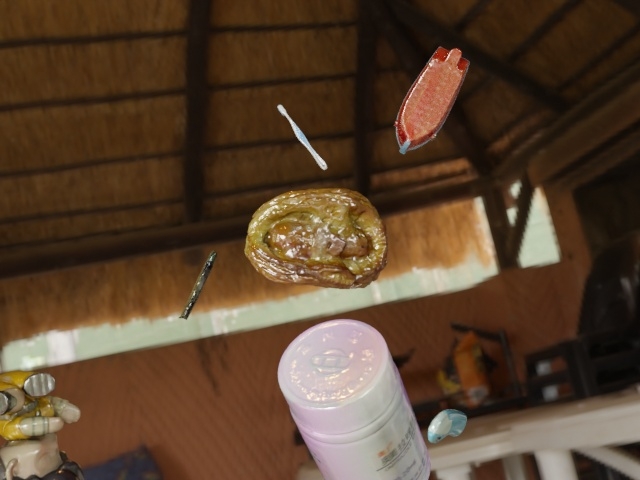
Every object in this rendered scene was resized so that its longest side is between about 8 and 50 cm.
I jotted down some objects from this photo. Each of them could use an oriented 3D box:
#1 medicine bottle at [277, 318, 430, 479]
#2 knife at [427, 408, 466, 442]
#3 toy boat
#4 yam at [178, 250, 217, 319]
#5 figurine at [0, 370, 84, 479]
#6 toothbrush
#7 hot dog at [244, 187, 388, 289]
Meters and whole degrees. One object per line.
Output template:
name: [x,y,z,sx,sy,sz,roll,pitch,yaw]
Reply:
medicine bottle: [0.049,0.239,1.392,0.152,0.152,0.254,-15,-47,7]
knife: [0.232,0.339,1.917,0.031,0.064,0.222,24,0,22]
toy boat: [0.161,-0.205,1.546,0.069,0.173,0.059,27,8,2]
yam: [-0.170,0.063,1.464,0.014,0.107,0.014,25,-2,1]
figurine: [-0.428,0.318,1.516,0.167,0.257,0.192,-10,4,17]
toothbrush: [-0.035,-0.199,2.003,0.014,0.162,0.017,-32,-19,-15]
hot dog: [0.003,0.000,1.791,0.259,0.175,0.114,0,-7,-29]
